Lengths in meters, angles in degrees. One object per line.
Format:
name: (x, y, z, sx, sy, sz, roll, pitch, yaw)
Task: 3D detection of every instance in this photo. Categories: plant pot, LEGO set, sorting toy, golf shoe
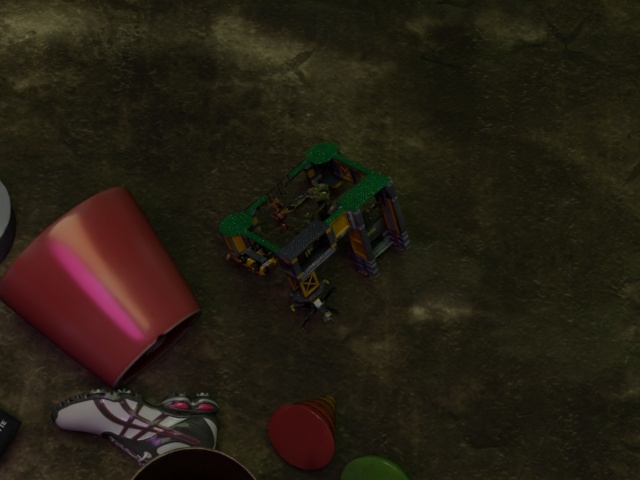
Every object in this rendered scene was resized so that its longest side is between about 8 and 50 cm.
plant pot: (-0.192, 0.445, 1.616, 0.215, 0.230, 0.215, 3, 62, -6)
LEGO set: (0.000, 0.000, 1.940, 0.254, 0.192, 0.331, 19, 53, 37)
plant pot: (-0.343, 0.089, 1.780, 0.275, 0.275, 0.243, -40, 83, -24)
sorting toy: (0.092, 0.365, 1.788, 0.365, 0.127, 0.126, 34, 34, 8)
golf shoe: (-0.300, 0.304, 1.752, 0.272, 0.105, 0.120, 2, 69, -6)

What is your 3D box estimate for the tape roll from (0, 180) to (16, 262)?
tape roll: (-0.648, -0.033, 1.898, 0.219, 0.072, 0.219, 3, 63, -5)

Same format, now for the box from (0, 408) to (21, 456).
box: (-0.660, 0.328, 1.655, 0.293, 0.073, 0.296, 34, 62, -12)
